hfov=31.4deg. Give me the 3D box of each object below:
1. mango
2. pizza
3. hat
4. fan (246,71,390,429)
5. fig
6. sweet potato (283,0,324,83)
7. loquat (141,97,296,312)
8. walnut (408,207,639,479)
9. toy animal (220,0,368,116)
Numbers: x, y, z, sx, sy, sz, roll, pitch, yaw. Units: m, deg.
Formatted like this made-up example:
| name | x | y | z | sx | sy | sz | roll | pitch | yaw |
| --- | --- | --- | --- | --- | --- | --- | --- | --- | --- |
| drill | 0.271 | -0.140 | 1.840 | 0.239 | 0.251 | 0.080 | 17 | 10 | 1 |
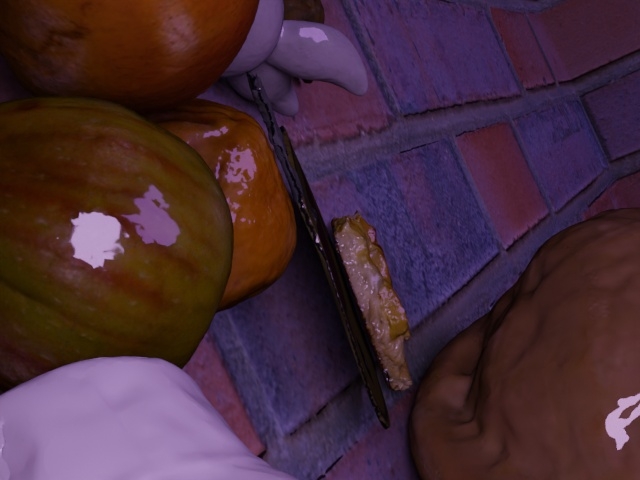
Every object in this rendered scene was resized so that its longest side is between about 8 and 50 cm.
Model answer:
| name | x | y | z | sx | sy | sz | roll | pitch | yaw |
| --- | --- | --- | --- | --- | --- | --- | --- | --- | --- |
| mango | -0.106 | -0.153 | 0.520 | 0.187 | 0.138 | 0.257 | 60 | -9 | -4 |
| pizza | 0.043 | 0.038 | 0.912 | 0.099 | 0.036 | 0.160 | 66 | 5 | -66 |
| hat | -0.077 | 0.125 | 0.444 | 0.203 | 0.203 | 0.126 | 32 | 20 | -53 |
| fan | -0.001 | 0.000 | 0.791 | 0.335 | 0.011 | 0.229 | 68 | 3 | -51 |
| fig | -0.130 | 0.000 | 0.497 | 0.186 | 0.148 | 0.142 | 5 | 57 | -25 |
| sweet potato | -0.067 | -0.348 | 0.987 | 0.130 | 0.130 | 0.422 | -8 | 81 | -66 |
| loquat | -0.077 | -0.016 | 0.652 | 0.137 | 0.113 | 0.137 | -5 | 96 | -64 |
| walnut | 0.258 | 0.165 | 0.926 | 0.383 | 0.384 | 0.383 | 47 | 29 | -37 |
| toy animal | -0.060 | -0.163 | 0.830 | 0.221 | 0.104 | 0.130 | 8 | 59 | -64 |
